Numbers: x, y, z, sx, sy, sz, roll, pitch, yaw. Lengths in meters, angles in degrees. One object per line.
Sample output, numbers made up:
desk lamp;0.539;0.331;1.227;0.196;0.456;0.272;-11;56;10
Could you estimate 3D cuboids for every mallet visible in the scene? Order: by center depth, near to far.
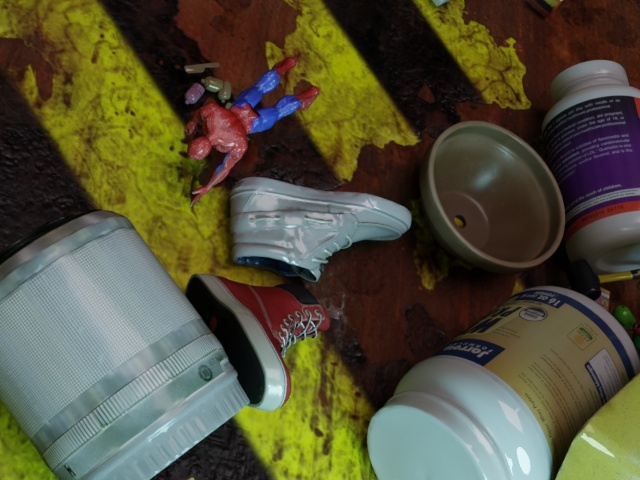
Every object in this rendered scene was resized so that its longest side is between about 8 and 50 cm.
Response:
mallet;0.459;0.046;1.595;0.190;0.039;0.062;-13;57;-21

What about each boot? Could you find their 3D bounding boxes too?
boot;-0.043;0.117;1.255;0.176;0.088;0.244;7;24;-29
boot;0.000;0.000;1.409;0.258;0.095;0.123;8;67;-16

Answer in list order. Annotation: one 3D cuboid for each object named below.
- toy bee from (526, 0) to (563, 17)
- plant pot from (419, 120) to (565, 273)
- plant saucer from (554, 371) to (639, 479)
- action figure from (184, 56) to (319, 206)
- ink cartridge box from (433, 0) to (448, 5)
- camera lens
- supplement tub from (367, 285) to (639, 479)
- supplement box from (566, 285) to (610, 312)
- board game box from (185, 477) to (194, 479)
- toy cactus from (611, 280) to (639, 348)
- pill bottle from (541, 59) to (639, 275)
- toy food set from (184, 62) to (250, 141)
toy bee;0.475;-0.544;1.914;0.195;0.162;0.298;22;56;-16
plant pot;0.233;-0.048;1.543;0.237;0.110;0.237;13;60;-23
plant saucer;0.398;0.281;1.322;0.081;0.332;0.333;36;47;29
action figure;-0.118;-0.148;1.408;0.091;0.139;0.280;50;33;-3
ink cartridge box;0.203;-0.564;1.795;0.207;0.117;0.283;-32;82;-38
camera lens;-0.234;0.121;1.118;0.219;0.219;0.274;-34;84;-38
supplement tub;0.233;0.216;1.328;0.316;0.228;0.228;-29;81;-38
supplement box;0.405;0.109;1.598;0.055;0.043;0.083;26;54;-15
board game box;-0.204;0.335;1.133;0.181;0.043;0.092;-16;73;-35
toy cactus;0.554;0.157;1.633;0.219;0.112;0.180;13;69;-33
pill bottle;0.454;-0.118;1.660;0.182;0.181;0.322;8;62;-26
toy food set;-0.150;-0.185;1.458;0.078;0.019;0.122;-13;80;-34
